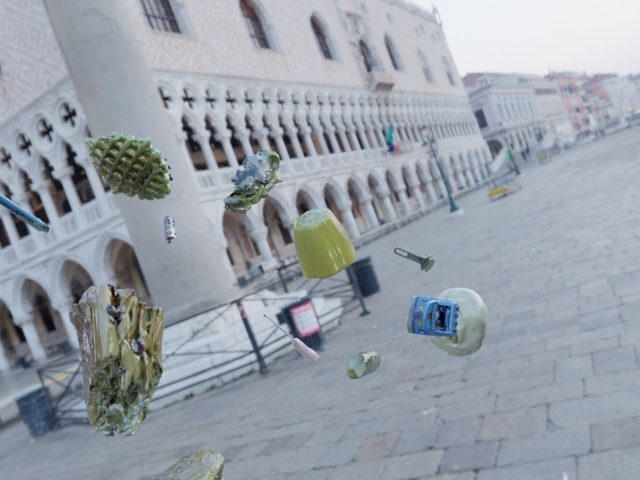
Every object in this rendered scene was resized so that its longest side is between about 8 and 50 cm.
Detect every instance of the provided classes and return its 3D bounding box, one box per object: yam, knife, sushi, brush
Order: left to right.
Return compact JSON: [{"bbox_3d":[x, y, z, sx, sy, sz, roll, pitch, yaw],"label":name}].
[{"bbox_3d":[-0.800,-0.090,1.486,0.044,0.026,0.296,6,-25,26],"label":"knife"},{"bbox_3d":[-0.243,-0.224,2.166,0.139,0.131,0.291,10,52,34],"label":"sushi"},{"bbox_3d":[-0.113,0.394,2.304,0.043,0.336,0.081,-53,37,-12],"label":"knife"},{"bbox_3d":[0.121,0.354,1.671,0.069,0.070,0.146,-20,-12,24],"label":"yam"},{"bbox_3d":[0.318,0.060,1.964,0.266,0.027,0.062,19,-75,-53],"label":"brush"}]

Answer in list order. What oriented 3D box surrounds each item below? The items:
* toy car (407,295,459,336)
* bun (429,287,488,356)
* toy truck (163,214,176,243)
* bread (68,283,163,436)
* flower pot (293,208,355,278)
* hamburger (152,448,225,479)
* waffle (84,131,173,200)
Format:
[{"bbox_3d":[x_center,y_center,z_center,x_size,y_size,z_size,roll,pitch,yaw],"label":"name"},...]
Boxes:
[{"bbox_3d":[0.304,0.198,1.494,0.100,0.097,0.191,2,-8,40],"label":"toy car"},{"bbox_3d":[0.406,0.253,1.795,0.133,0.231,0.231,1,-11,-33],"label":"bun"},{"bbox_3d":[-0.431,-0.032,1.661,0.032,0.083,0.024,-26,-27,24],"label":"toy truck"},{"bbox_3d":[-0.487,0.293,1.439,0.191,0.370,0.314,-6,-6,-33],"label":"bread"},{"bbox_3d":[0.000,0.000,1.901,0.195,0.179,0.195,-18,24,8],"label":"flower pot"},{"bbox_3d":[-0.451,0.848,2.101,0.309,0.132,0.211,-16,11,42],"label":"hamburger"},{"bbox_3d":[-0.464,-0.178,1.420,0.207,0.214,0.054,1,50,14],"label":"waffle"}]
